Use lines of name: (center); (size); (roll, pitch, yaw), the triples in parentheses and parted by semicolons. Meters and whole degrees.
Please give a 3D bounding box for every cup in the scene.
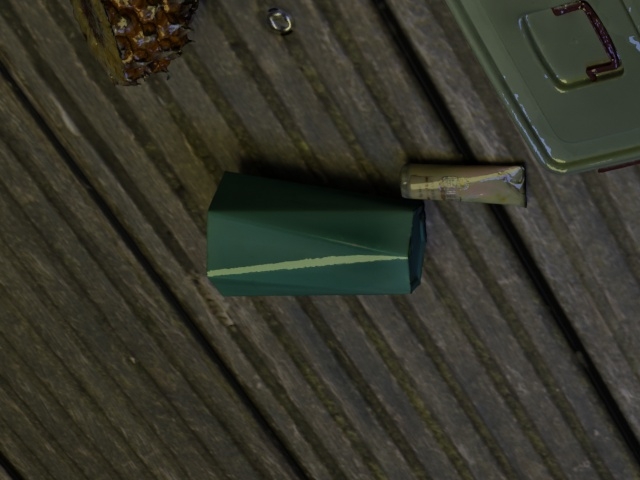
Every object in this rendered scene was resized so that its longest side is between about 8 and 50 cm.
cup: (0.000, 0.000, 1.905); (0.236, 0.148, 0.134); (4, 134, 11)

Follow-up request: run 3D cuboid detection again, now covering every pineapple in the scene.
pineapple: (-0.181, -0.258, 1.754); (0.161, 0.137, 0.176); (53, 159, 37)

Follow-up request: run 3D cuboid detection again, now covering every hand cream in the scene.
hand cream: (0.158, -0.061, 1.836); (0.143, 0.039, 0.061); (3, 130, 16)

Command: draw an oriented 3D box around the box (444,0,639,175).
box: (0.251, -0.224, 1.536); (0.193, 0.167, 0.294); (-12, 125, 35)
